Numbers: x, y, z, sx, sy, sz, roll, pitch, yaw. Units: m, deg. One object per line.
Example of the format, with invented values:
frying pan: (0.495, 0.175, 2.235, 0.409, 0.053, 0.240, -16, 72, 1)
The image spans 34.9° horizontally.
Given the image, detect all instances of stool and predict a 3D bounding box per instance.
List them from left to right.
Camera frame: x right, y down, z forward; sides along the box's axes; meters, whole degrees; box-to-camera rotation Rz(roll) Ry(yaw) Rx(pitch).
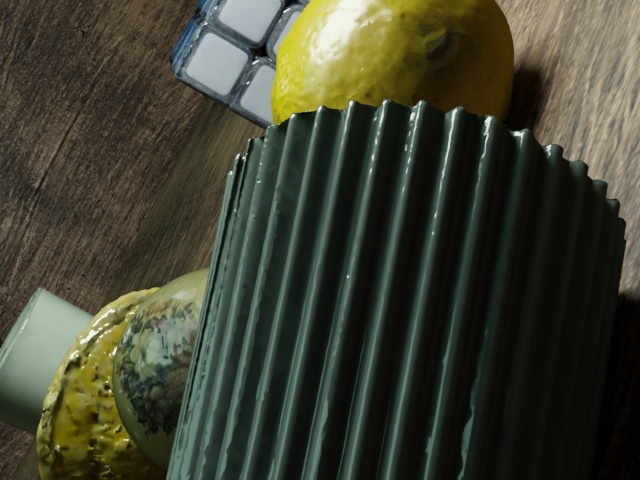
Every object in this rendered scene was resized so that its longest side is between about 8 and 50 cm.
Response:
stool: (0.044, 0.125, 0.675, 0.297, 0.297, 0.330, -39, 32, 53)

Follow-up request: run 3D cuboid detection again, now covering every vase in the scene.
vase: (-0.057, 0.148, 1.087, 0.302, 0.241, 0.329, -46, 53, 30)

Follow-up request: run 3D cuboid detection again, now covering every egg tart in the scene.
egg tart: (-0.207, 0.226, 1.313, 0.132, 0.341, 0.341, 14, 72, 38)

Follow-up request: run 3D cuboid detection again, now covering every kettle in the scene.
kettle: (-0.358, 0.252, 1.584, 0.265, 0.318, 0.205, -55, 17, 22)

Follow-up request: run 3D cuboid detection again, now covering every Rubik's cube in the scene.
Rubik's cube: (-0.053, -0.342, 1.704, 0.301, 0.304, 0.305, -58, 18, 8)

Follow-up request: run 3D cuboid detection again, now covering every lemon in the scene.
lemon: (0.076, -0.165, 1.099, 0.260, 0.260, 0.284, -153, 78, -74)
